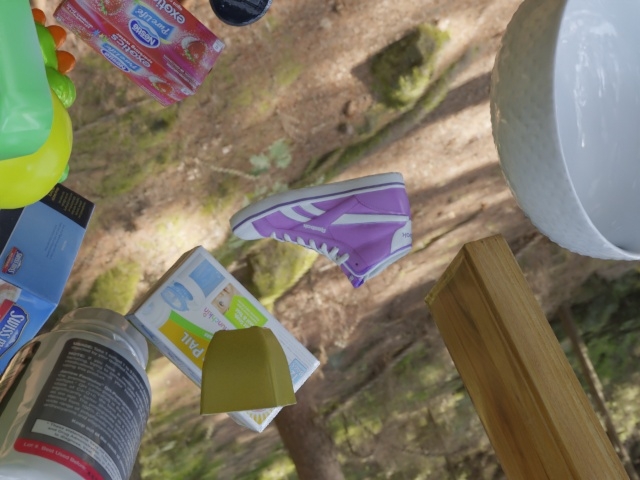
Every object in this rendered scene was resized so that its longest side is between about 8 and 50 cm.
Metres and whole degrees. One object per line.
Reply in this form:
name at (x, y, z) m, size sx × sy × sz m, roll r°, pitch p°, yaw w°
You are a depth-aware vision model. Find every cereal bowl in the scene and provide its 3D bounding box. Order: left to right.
cereal bowl at (0.306, -0.144, 0.961) m, size 0.339 × 0.338 × 0.141 m, roll -12°, pitch -174°, yaw -40°

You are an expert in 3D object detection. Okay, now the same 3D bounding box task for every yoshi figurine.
yoshi figurine at (-0.564, -0.324, 1.337) m, size 0.203 × 0.362 × 0.203 m, roll -45°, pitch 177°, yaw 40°

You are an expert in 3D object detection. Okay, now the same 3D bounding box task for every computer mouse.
computer mouse at (-0.108, -0.519, 1.504) m, size 0.188 × 0.072 × 0.272 m, roll 26°, pitch 112°, yaw -20°

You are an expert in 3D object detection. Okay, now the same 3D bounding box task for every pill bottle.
pill bottle at (-0.288, 0.211, 0.924) m, size 0.176 × 0.176 × 0.318 m, roll -25°, pitch -156°, yaw 14°

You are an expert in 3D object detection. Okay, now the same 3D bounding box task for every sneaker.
sneaker at (0.000, 0.000, 1.259) m, size 0.282 × 0.161 × 0.102 m, roll -11°, pitch 173°, yaw 15°

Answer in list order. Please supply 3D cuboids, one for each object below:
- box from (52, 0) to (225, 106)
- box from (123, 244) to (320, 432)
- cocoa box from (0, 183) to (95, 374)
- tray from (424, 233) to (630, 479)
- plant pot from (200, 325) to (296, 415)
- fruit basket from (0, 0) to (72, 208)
box at (-0.314, -0.366, 1.444) m, size 0.128 × 0.257 × 0.122 m, roll -6°, pitch -129°, yaw 55°
box at (-0.118, 0.119, 0.986) m, size 0.114 × 0.203 × 0.103 m, roll -48°, pitch -170°, yaw -18°
cocoa box at (-0.618, 0.036, 1.602) m, size 0.228 × 0.347 × 0.231 m, roll 32°, pitch 119°, yaw -22°
tray at (0.291, 0.218, 1.220) m, size 0.076 × 0.410 × 0.203 m, roll -14°, pitch 155°, yaw -19°
plant pot at (-0.076, 0.131, 0.842) m, size 0.081 × 0.083 × 0.081 m, roll -8°, pitch 171°, yaw 10°
fruit basket at (-0.327, -0.140, 0.574) m, size 0.392 × 0.282 × 0.392 m, roll -10°, pitch -171°, yaw 2°
